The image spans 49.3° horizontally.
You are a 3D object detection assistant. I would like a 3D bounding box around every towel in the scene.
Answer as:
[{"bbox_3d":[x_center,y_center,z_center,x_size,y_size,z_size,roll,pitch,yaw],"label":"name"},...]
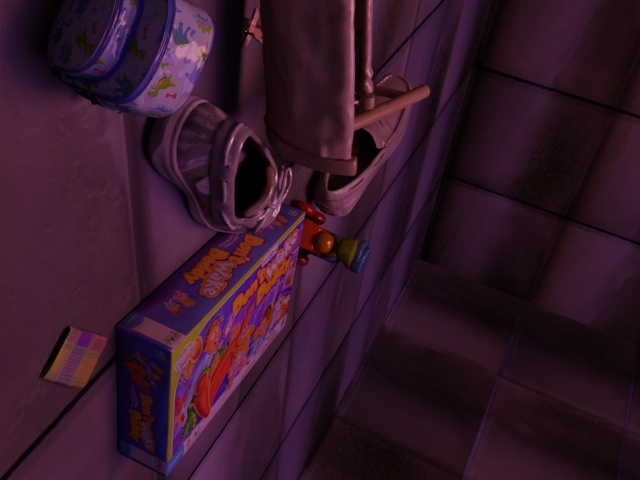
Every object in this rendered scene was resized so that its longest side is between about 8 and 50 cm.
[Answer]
[{"bbox_3d":[-0.255,0.123,0.728,0.060,0.009,0.083,-65,164,-11],"label":"towel"}]

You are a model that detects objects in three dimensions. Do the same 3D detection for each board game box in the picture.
[{"bbox_3d":[-0.145,0.119,0.978,0.347,0.078,0.233,-50,157,-50],"label":"board game box"}]

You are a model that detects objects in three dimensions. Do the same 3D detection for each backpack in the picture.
[{"bbox_3d":[-0.146,-0.148,0.525,0.084,0.114,0.105,18,95,-56],"label":"backpack"}]

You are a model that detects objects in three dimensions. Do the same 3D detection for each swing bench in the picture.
[{"bbox_3d":[0.018,-0.253,0.813,0.255,0.165,0.253,-48,146,-46],"label":"swing bench"}]

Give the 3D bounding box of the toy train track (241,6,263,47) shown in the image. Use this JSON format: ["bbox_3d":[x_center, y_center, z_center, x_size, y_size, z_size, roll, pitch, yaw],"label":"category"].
[{"bbox_3d":[-0.073,-0.249,0.840,0.083,0.014,0.048,7,104,-76],"label":"toy train track"}]

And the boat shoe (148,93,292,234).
[{"bbox_3d":[-0.096,-0.072,0.832,0.118,0.103,0.320,-65,165,-12],"label":"boat shoe"}]

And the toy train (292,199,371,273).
[{"bbox_3d":[0.000,0.000,1.197,0.248,0.143,0.105,33,79,-75],"label":"toy train"}]

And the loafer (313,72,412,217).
[{"bbox_3d":[0.088,-0.190,1.307,0.111,0.112,0.320,94,22,-71],"label":"loafer"}]
